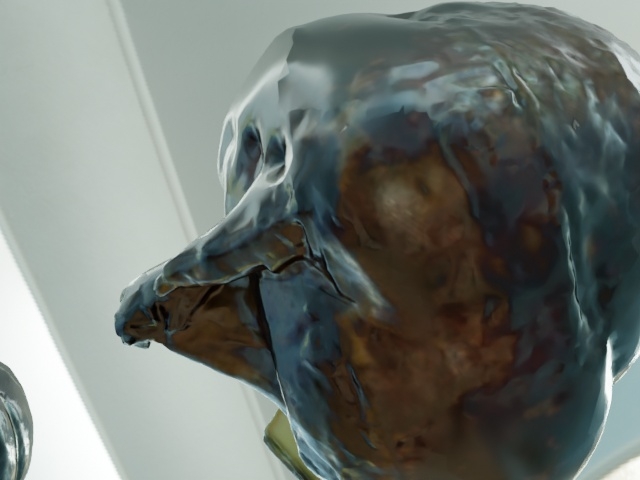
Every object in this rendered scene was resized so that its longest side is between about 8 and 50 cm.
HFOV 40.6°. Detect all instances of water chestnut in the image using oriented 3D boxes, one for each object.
[{"bbox_3d":[0.046,0.000,0.461,0.244,0.289,0.289,27,-61,-10],"label":"water chestnut"}]

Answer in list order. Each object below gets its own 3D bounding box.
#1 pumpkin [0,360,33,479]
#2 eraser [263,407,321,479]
[{"bbox_3d":[-0.454,0.253,0.928,0.295,0.296,0.296,1,-59,2],"label":"pumpkin"},{"bbox_3d":[0.048,0.174,0.704,0.172,0.058,0.117,41,-77,23],"label":"eraser"}]
